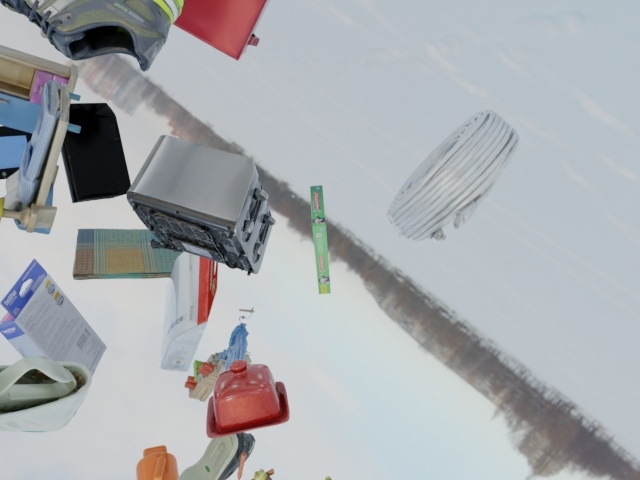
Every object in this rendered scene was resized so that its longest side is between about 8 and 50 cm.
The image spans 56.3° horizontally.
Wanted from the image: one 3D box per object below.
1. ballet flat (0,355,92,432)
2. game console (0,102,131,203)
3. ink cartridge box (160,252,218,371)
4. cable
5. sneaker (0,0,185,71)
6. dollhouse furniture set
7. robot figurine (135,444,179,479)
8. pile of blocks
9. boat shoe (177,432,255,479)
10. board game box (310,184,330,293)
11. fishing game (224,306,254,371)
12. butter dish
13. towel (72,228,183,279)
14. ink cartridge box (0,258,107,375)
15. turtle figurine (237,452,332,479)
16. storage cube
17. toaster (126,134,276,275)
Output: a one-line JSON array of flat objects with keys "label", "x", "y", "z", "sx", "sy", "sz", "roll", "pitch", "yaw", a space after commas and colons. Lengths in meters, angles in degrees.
[{"label": "ballet flat", "x": -0.483, "y": 0.213, "z": 0.852, "sx": 0.139, "sy": 0.139, "sz": 0.400, "roll": 39, "pitch": -177, "yaw": 22}, {"label": "game console", "x": -0.580, "y": -0.174, "z": 1.245, "sx": 0.361, "sy": 0.213, "sz": 0.044, "roll": -15, "pitch": -176, "yaw": -43}, {"label": "ink cartridge box", "x": -0.370, "y": 0.138, "z": 1.690, "sx": 0.091, "sy": 0.385, "sz": 0.308, "roll": 10, "pitch": -136, "yaw": -18}, {"label": "cable", "x": 0.214, "y": -0.105, "z": 1.003, "sx": 0.089, "sy": 0.257, "sz": 0.257, "roll": 42, "pitch": 166, "yaw": -4}, {"label": "sneaker", "x": -0.327, "y": -0.295, "z": 0.734, "sx": 0.300, "sy": 0.121, "sz": 0.111, "roll": 10, "pitch": 163, "yaw": -6}, {"label": "dollhouse furniture set", "x": -0.460, "y": -0.208, "z": 0.871, "sx": 0.198, "sy": 0.286, "sz": 0.303, "roll": 12, "pitch": -147, "yaw": -30}, {"label": "robot figurine", "x": -0.490, "y": 0.732, "z": 1.808, "sx": 0.128, "sy": 0.158, "sz": 0.219, "roll": 31, "pitch": -156, "yaw": -40}, {"label": "pile of blocks", "x": -0.368, "y": 0.427, "z": 2.017, "sx": 0.113, "sy": 0.362, "sz": 0.149, "roll": 22, "pitch": -128, "yaw": -29}, {"label": "boat shoe", "x": -0.224, "y": 0.484, "z": 1.241, "sx": 0.079, "sy": 0.233, "sz": 0.084, "roll": 22, "pitch": -158, "yaw": -53}, {"label": "board game box", "x": 0.000, "y": 0.000, "z": 2.052, "sx": 0.213, "sy": 0.046, "sz": 0.317, "roll": -93, "pitch": -1, "yaw": -48}, {"label": "fishing game", "x": -0.215, "y": 0.309, "z": 1.576, "sx": 0.041, "sy": 0.264, "sz": 0.189, "roll": 14, "pitch": 166, "yaw": -20}, {"label": "butter dish", "x": -0.148, "y": 0.285, "z": 1.151, "sx": 0.160, "sy": 0.160, "sz": 0.118, "roll": -118, "pitch": 19, "yaw": -74}, {"label": "towel", "x": -0.606, "y": 0.042, "z": 1.962, "sx": 0.370, "sy": 0.040, "sz": 0.271, "roll": 0, "pitch": -147, "yaw": -18}, {"label": "ink cartridge box", "x": -0.645, "y": 0.217, "z": 1.428, "sx": 0.185, "sy": 0.065, "sz": 0.311, "roll": -87, "pitch": -23, "yaw": -58}, {"label": "turtle figurine", "x": -0.068, "y": 0.546, "z": 1.200, "sx": 0.217, "sy": 0.269, "sz": 0.087, "roll": -5, "pitch": 178, "yaw": -28}, {"label": "storage cube", "x": -0.188, "y": -0.481, "z": 1.132, "sx": 0.215, "sy": 0.193, "sz": 0.183, "roll": 26, "pitch": -160, "yaw": -12}, {"label": "toaster", "x": -0.161, "y": -0.043, "z": 0.818, "sx": 0.186, "sy": 0.110, "sz": 0.168, "roll": 16, "pitch": 158, "yaw": 11}]
